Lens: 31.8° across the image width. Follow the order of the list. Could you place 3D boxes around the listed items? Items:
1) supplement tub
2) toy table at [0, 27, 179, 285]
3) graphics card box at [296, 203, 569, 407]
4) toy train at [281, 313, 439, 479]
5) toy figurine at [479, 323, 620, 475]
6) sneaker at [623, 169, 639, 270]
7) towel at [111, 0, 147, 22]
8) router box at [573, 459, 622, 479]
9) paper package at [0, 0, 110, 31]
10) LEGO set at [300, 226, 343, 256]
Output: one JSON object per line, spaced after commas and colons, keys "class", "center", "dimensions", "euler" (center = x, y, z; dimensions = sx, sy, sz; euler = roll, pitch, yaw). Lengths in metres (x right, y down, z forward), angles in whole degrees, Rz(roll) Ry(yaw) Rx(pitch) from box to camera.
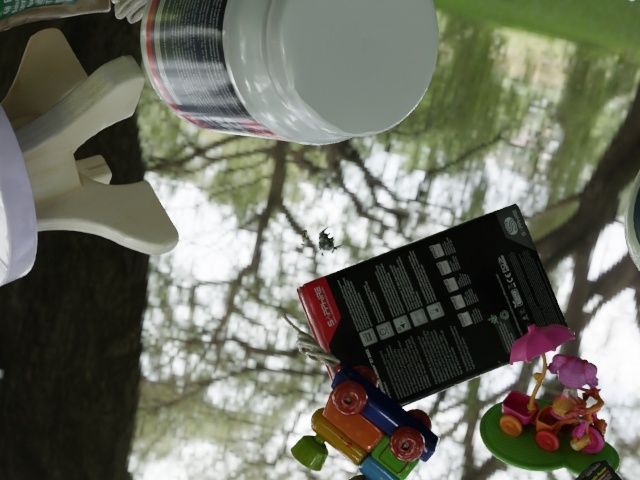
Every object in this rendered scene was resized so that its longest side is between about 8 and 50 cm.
{"class": "supplement tub", "center": [-0.037, -0.191, 1.069], "dimensions": [0.191, 0.191, 0.272], "euler": [6, -175, -34]}
{"class": "toy table", "center": [-0.258, -0.073, 1.049], "dimensions": [0.160, 0.252, 0.274], "euler": [-26, 178, -28]}
{"class": "graphics card box", "center": [0.173, 0.113, 1.734], "dimensions": [0.370, 0.233, 0.094], "euler": [-22, 173, -9]}
{"class": "toy train", "center": [0.011, 0.221, 1.388], "dimensions": [0.248, 0.143, 0.105], "euler": [38, -168, 6]}
{"class": "toy figurine", "center": [0.275, 0.176, 1.307], "dimensions": [0.173, 0.159, 0.130], "euler": [22, -142, 30]}
{"class": "sneaker", "center": [0.351, -0.097, 0.734], "dimensions": [0.131, 0.350, 0.148], "euler": [50, 175, 9]}
{"class": "towel", "center": [-0.179, -0.404, 1.423], "dimensions": [0.049, 0.187, 0.282], "euler": [38, -142, -35]}
{"class": "router box", "center": [0.286, 0.308, 1.194], "dimensions": [0.092, 0.122, 0.038], "euler": [51, 161, 4]}
{"class": "paper package", "center": [-0.338, -0.388, 1.018], "dimensions": [0.309, 0.325, 0.168], "euler": [32, -141, 32]}
{"class": "LEGO set", "center": [-0.001, 0.002, 2.040], "dimensions": [0.083, 0.054, 0.023], "euler": [-7, 172, 24]}
